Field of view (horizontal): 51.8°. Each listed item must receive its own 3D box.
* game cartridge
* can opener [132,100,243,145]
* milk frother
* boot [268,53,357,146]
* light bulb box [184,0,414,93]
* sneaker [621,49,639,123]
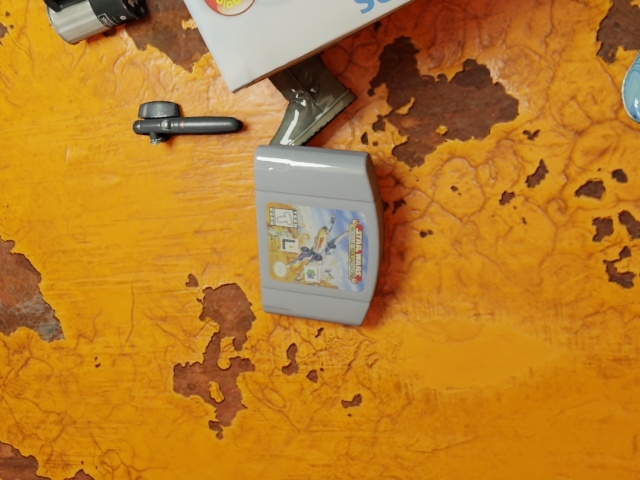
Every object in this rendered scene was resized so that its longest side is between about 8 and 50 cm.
[{"bbox_3d":[0.000,0.000,1.030,0.198,0.062,0.297,9,120,17],"label":"game cartridge"},{"bbox_3d":[-0.220,-0.191,1.081,0.186,0.059,0.073,5,103,14],"label":"can opener"},{"bbox_3d":[-0.369,-0.413,1.062,0.134,0.129,0.143,-14,56,17],"label":"milk frother"},{"bbox_3d":[-0.069,-0.248,1.021,0.189,0.076,0.208,-41,95,9],"label":"boot"},{"bbox_3d":[-0.034,-0.426,0.824,0.357,0.225,0.361,-26,105,5],"label":"light bulb box"},{"bbox_3d":[0.451,-0.236,0.885,0.063,0.073,0.162,9,104,13],"label":"sneaker"}]
